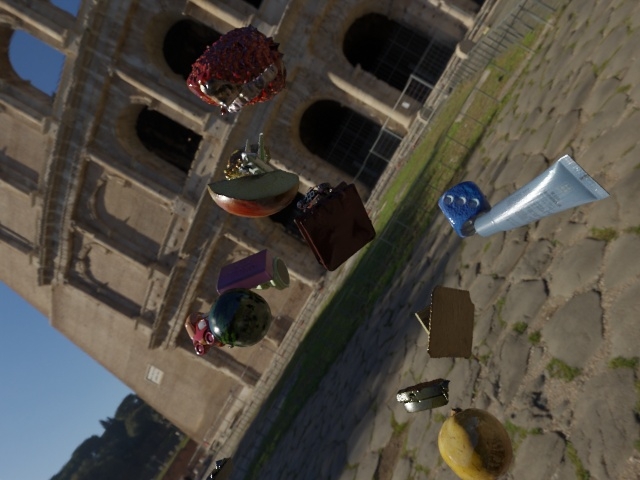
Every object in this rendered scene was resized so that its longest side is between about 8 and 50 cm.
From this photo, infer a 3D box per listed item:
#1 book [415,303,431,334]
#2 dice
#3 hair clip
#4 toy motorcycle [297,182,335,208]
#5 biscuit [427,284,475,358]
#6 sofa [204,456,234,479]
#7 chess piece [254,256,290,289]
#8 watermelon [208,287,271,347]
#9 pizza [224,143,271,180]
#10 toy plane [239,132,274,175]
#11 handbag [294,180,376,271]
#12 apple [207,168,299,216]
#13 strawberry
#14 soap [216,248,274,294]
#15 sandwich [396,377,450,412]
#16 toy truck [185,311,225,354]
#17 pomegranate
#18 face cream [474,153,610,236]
[{"bbox_3d":[0.655,0.406,2.245,0.231,0.161,0.026,-29,-16,-9],"label":"book"},{"bbox_3d":[0.506,-0.108,1.430,0.146,0.146,0.143,-34,-34,17],"label":"dice"},{"bbox_3d":[-0.211,-0.401,1.106,0.173,0.069,0.300,-27,13,28],"label":"hair clip"},{"bbox_3d":[-0.010,-0.199,1.917,0.212,0.118,0.084,-34,62,39],"label":"toy motorcycle"},{"bbox_3d":[0.445,0.278,1.391,0.013,0.232,0.237,-3,77,56],"label":"biscuit"},{"bbox_3d":[-0.375,0.824,1.455,0.085,0.060,0.147,-21,-4,9],"label":"sofa"},{"bbox_3d":[-0.317,0.205,2.104,0.298,0.175,0.176,-20,13,15],"label":"chess piece"},{"bbox_3d":[-0.344,0.330,1.767,0.269,0.269,0.269,-60,0,0],"label":"watermelon"},{"bbox_3d":[-0.364,-0.437,2.128,0.258,0.087,0.268,-20,34,14],"label":"pizza"},{"bbox_3d":[-0.269,-0.319,1.762,0.255,0.101,0.251,43,-126,-66],"label":"toy plane"},{"bbox_3d":[0.060,-0.049,1.552,0.260,0.275,0.084,-36,36,-14],"label":"handbag"},{"bbox_3d":[-0.250,-0.176,1.604,0.254,0.346,0.179,130,127,-72],"label":"apple"},{"bbox_3d":[-0.291,-0.592,1.492,0.343,0.292,0.292,-33,2,3],"label":"strawberry"},{"bbox_3d":[-0.345,0.154,1.925,0.259,0.081,0.181,-23,31,10],"label":"soap"},{"bbox_3d":[0.519,0.759,2.032,0.292,0.109,0.212,-23,-16,16],"label":"sandwich"},{"bbox_3d":[-0.593,0.458,2.196,0.265,0.239,0.189,-42,-16,29],"label":"toy truck"},{"bbox_3d":[0.555,0.734,1.497,0.264,0.264,0.264,-60,0,0],"label":"pomegranate"},{"bbox_3d":[0.558,-0.096,1.113,0.086,0.135,0.385,-45,-1,-23],"label":"face cream"}]
